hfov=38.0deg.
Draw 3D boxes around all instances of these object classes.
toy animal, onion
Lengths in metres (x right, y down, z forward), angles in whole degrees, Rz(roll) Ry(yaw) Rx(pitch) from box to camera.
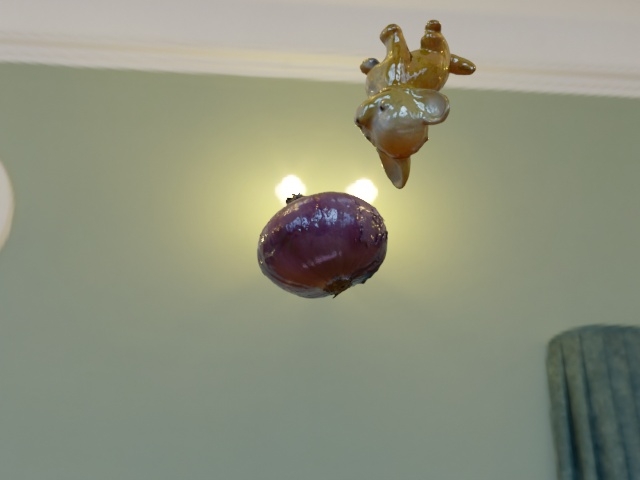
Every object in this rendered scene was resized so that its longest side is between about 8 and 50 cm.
[{"bbox_3d":[0.054,-0.075,0.514,0.081,0.083,0.060,8,-36,-27],"label":"toy animal"},{"bbox_3d":[0.000,0.000,0.802,0.115,0.104,0.115,-21,-32,-14],"label":"onion"}]
